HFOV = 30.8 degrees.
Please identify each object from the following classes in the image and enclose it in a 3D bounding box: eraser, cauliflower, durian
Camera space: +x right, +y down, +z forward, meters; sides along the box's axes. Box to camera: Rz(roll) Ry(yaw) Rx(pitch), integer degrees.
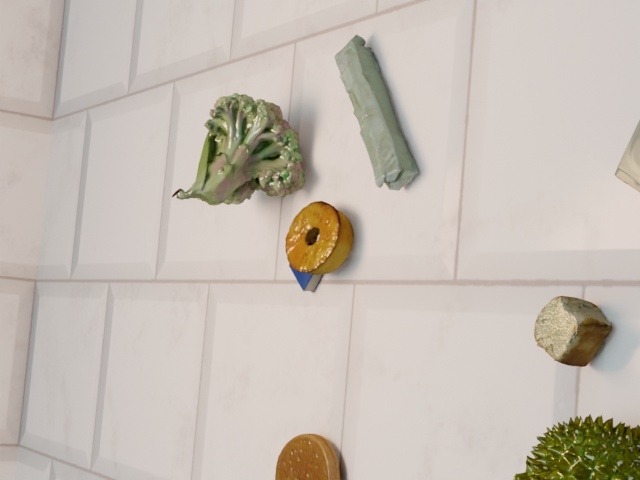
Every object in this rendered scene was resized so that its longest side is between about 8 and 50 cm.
[{"bbox_3d":[-0.026,0.050,2.241,0.063,0.027,0.085,-63,37,28],"label":"eraser"},{"bbox_3d":[-0.172,-0.147,2.298,0.315,0.239,0.256,-48,12,-34],"label":"cauliflower"},{"bbox_3d":[0.345,0.326,1.485,0.237,0.176,0.200,123,161,-51],"label":"durian"}]

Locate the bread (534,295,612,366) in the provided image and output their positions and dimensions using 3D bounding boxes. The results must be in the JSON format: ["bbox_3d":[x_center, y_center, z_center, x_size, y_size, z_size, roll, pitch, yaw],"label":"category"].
[{"bbox_3d":[0.348,0.124,1.605,0.083,0.070,0.077,-63,38,25],"label":"bread"}]

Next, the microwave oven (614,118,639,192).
[{"bbox_3d":[0.485,-0.089,1.392,0.208,0.122,0.162,48,122,50],"label":"microwave oven"}]

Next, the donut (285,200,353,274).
[{"bbox_3d":[0.000,0.000,2.162,0.152,0.058,0.152,-24,54,39],"label":"donut"}]

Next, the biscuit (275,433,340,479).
[{"bbox_3d":[-0.038,0.490,2.151,0.202,0.044,0.289,47,124,51],"label":"biscuit"}]

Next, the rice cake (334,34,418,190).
[{"bbox_3d":[0.095,-0.233,2.085,0.066,0.063,0.336,-44,47,33],"label":"rice cake"}]
